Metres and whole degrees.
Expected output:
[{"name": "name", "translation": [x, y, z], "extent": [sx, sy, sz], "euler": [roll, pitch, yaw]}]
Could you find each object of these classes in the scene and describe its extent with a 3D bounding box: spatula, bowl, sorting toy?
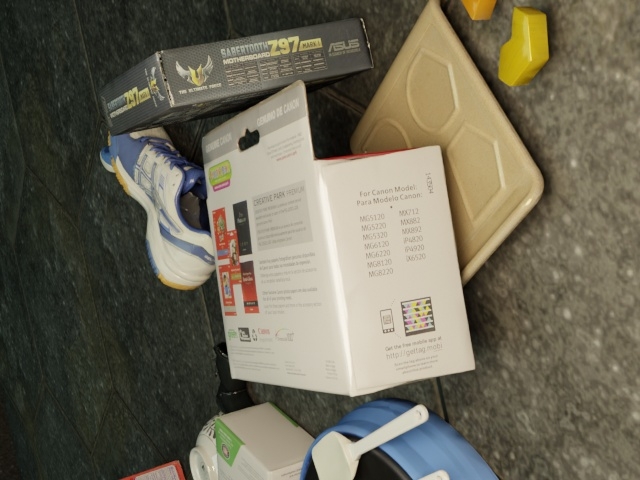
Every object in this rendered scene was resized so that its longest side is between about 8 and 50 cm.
[{"name": "spatula", "translation": [0.067, 0.255, 1.033], "extent": [0.242, 0.019, 0.168], "euler": [-47, 60, 56]}, {"name": "bowl", "translation": [-0.142, 0.330, 1.525], "extent": [0.170, 0.080, 0.170], "euler": [33, 130, 52]}, {"name": "bowl", "translation": [0.095, 0.370, 1.128], "extent": [0.391, 0.077, 0.391], "euler": [31, 128, 52]}, {"name": "sorting toy", "translation": [0.128, -0.100, 0.924], "extent": [0.229, 0.041, 0.307], "euler": [68, 150, 25]}]

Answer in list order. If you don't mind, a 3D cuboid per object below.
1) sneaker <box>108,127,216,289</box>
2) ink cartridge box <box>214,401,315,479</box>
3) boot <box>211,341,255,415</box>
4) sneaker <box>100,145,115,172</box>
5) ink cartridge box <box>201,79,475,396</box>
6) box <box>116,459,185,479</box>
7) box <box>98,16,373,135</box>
[{"name": "sneaker", "translation": [-0.201, -0.083, 1.464], "extent": [0.131, 0.112, 0.296], "euler": [-42, 65, 38]}, {"name": "ink cartridge box", "translation": [-0.064, 0.353, 1.383], "extent": [0.160, 0.092, 0.219], "euler": [30, 127, 53]}, {"name": "boot", "translation": [-0.116, 0.205, 1.469], "extent": [0.121, 0.045, 0.099], "euler": [34, 127, 52]}, {"name": "sneaker", "translation": [-0.302, -0.143, 1.631], "extent": [0.152, 0.058, 0.085], "euler": [35, 136, 45]}, {"name": "ink cartridge box", "translation": [0.000, 0.000, 1.015], "extent": [0.309, 0.130, 0.272], "euler": [171, 90, -66]}, {"name": "box", "translation": [-0.284, 0.553, 1.794], "extent": [0.142, 0.154, 0.300], "euler": [-41, 67, 58]}, {"name": "box", "translation": [-0.090, -0.168, 1.071], "extent": [0.183, 0.232, 0.059], "euler": [-6, 99, 61]}]
